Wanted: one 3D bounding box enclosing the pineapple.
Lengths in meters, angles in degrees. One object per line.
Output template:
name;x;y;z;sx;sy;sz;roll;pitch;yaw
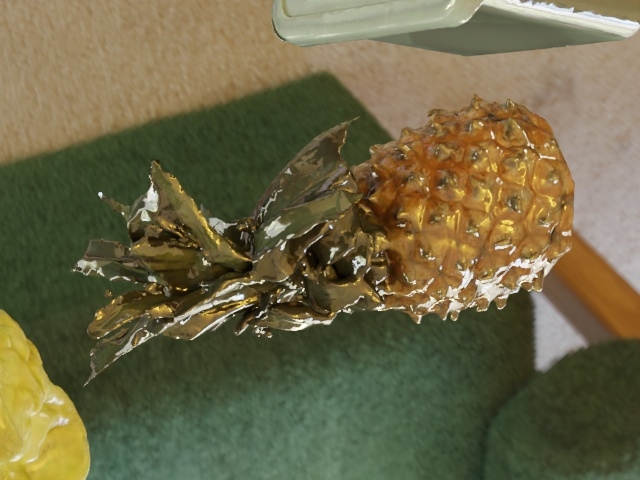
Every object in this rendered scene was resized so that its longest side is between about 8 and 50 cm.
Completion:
pineapple;0.002;0.000;1.055;0.364;0.165;0.165;-13;120;-24

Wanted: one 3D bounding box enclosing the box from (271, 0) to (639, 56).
box;0.086;-0.186;0.886;0.135;0.243;0.163;10;87;-29

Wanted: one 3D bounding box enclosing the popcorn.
popcorn;-0.184;0.084;0.670;0.162;0.141;0.136;-7;82;-40
